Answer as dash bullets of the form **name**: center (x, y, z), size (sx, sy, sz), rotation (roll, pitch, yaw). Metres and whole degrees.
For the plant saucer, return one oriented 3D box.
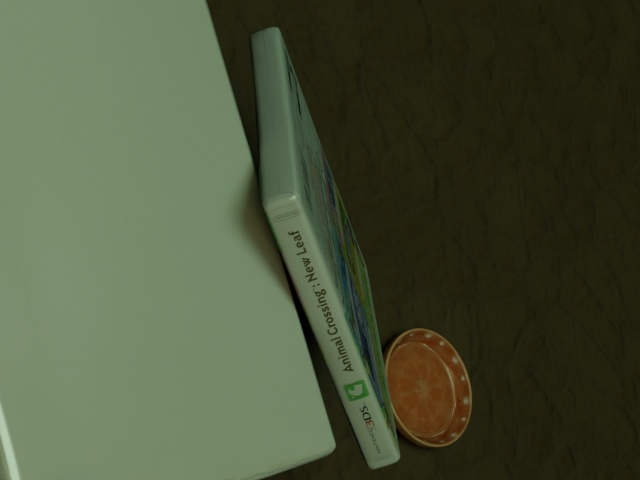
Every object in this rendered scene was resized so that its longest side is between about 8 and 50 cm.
- **plant saucer**: center (0.071, 0.102, 1.166), size (0.083, 0.013, 0.083), rotation (16, 65, -38)

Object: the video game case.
- **video game case**: center (0.000, 0.000, 1.014), size (0.212, 0.023, 0.193), rotation (-98, 169, -58)

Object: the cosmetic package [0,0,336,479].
- **cosmetic package**: center (-0.160, -0.031, 0.910), size (0.217, 0.156, 0.385), rotation (-8, 81, -44)
